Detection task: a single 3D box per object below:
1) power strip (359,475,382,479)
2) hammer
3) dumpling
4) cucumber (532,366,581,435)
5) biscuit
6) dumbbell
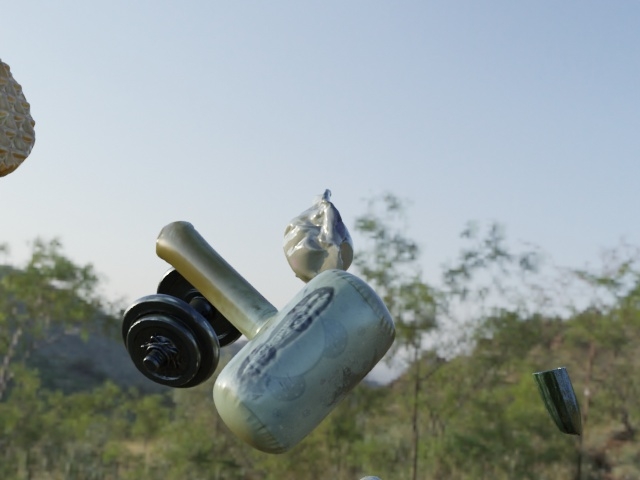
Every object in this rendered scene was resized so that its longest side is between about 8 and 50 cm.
[{"bbox_3d":[0.108,0.280,0.738,0.257,0.070,0.105,40,6,10],"label":"power strip"},{"bbox_3d":[-0.082,0.073,1.085,0.305,0.202,0.113,37,-19,32],"label":"hammer"},{"bbox_3d":[0.000,0.000,1.520,0.108,0.188,0.127,4,-33,-7],"label":"dumpling"},{"bbox_3d":[0.336,0.228,1.430,0.048,0.105,0.048,-20,-1,0],"label":"cucumber"},{"bbox_3d":[-0.485,-0.182,1.413,0.040,0.204,0.309,-33,13,22],"label":"biscuit"},{"bbox_3d":[-0.245,0.151,1.859,0.192,0.192,0.290,2,27,20],"label":"dumbbell"}]
